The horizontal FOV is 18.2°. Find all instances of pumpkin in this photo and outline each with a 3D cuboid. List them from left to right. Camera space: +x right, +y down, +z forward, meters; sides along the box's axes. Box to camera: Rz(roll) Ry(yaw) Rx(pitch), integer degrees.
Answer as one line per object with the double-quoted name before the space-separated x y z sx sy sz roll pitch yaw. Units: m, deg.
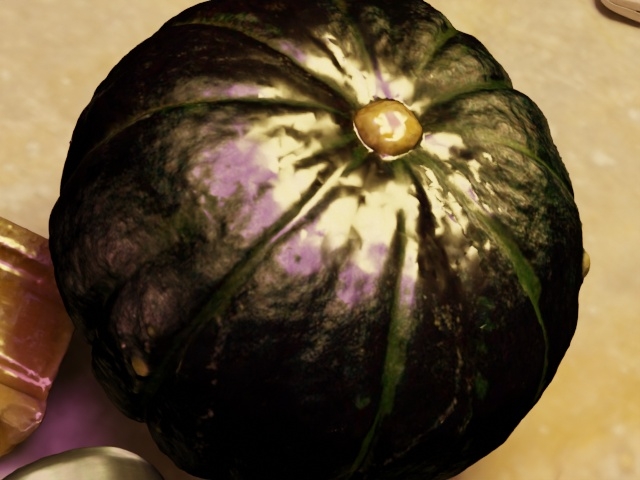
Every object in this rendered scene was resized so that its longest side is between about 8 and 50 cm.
"pumpkin" 0.000 0.000 0.801 0.220 0.162 0.221 13 50 -16

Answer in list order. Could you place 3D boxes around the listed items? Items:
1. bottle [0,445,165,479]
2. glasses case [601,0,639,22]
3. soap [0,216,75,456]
"bottle" -0.056 0.194 0.696 0.096 0.079 0.254 27 33 -47
"glasses case" 0.187 -0.126 1.055 0.083 0.021 0.032 17 52 -1
"soap" -0.217 -0.004 0.807 0.252 0.037 0.092 27 50 -8
